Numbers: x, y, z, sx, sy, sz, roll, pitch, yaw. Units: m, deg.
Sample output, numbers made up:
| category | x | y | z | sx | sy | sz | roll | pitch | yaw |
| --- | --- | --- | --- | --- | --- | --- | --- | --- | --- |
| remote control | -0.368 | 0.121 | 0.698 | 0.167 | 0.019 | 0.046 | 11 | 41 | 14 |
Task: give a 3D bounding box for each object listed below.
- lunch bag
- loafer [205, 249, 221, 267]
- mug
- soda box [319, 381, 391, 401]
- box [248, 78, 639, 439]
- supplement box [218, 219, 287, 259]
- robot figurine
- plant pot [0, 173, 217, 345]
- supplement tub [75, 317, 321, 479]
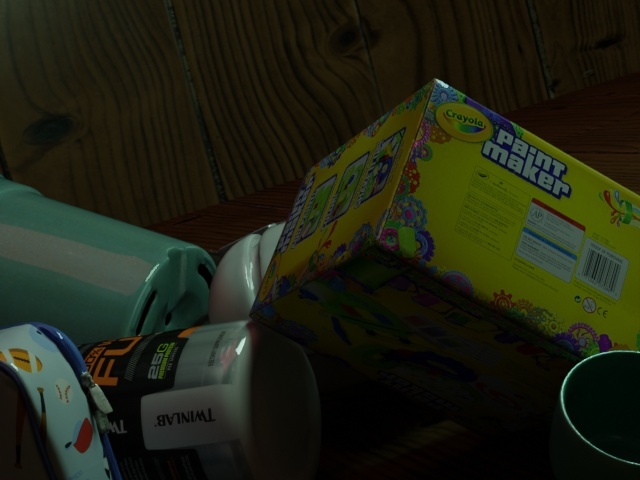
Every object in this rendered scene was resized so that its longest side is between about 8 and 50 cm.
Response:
| category | x | y | z | sx | sy | sz | roll | pitch | yaw |
| --- | --- | --- | --- | --- | --- | --- | --- | --- | --- |
| lunch bag | -0.314 | 0.193 | 1.349 | 0.303 | 0.243 | 0.115 | -13 | 10 | 27 |
| loafer | -0.151 | 0.086 | 2.388 | 0.130 | 0.134 | 0.366 | 7 | 4 | -41 |
| mug | 0.267 | 0.173 | 1.266 | 0.157 | 0.097 | 0.129 | 17 | 43 | 13 |
| soda box | 0.016 | 0.143 | 1.876 | 0.263 | 0.083 | 0.092 | -10 | 11 | 21 |
| box | 0.134 | 0.033 | 1.436 | 0.279 | 0.290 | 0.177 | -31 | 35 | 60 |
| supplement box | 0.000 | 0.000 | 2.043 | 0.239 | 0.073 | 0.130 | -18 | -4 | -37 |
| robot figurine | 0.025 | 0.062 | 1.715 | 0.353 | 0.200 | 0.300 | -20 | 7 | 13 |
| plant pot | -0.317 | 0.097 | 1.863 | 0.334 | 0.341 | 0.341 | 11 | 20 | 21 |
| supplement tub | -0.174 | 0.191 | 1.560 | 0.316 | 0.193 | 0.193 | -10 | 11 | 24 |
